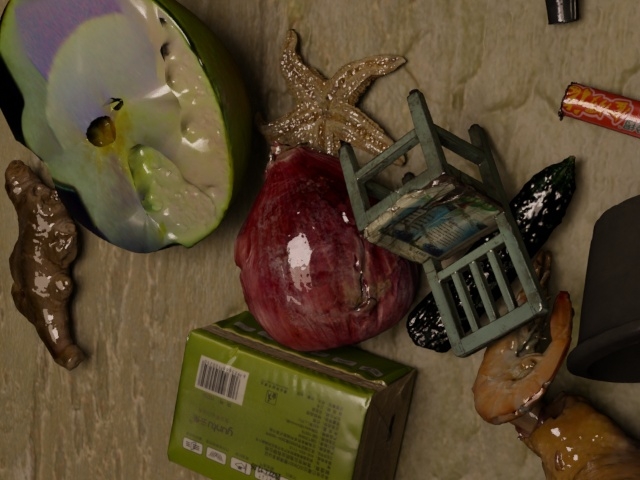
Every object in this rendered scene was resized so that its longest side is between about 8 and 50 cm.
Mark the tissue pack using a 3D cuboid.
[{"bbox_3d":[-0.039,0.235,1.273,0.275,0.167,0.200,16,103,25],"label":"tissue pack"}]

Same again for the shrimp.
[{"bbox_3d":[0.244,0.107,1.100,0.053,0.236,0.133,33,152,-9],"label":"shrimp"}]

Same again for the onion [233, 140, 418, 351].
[{"bbox_3d":[0.000,0.000,1.199,0.227,0.120,0.283,-23,90,-10],"label":"onion"}]

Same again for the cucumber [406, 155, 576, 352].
[{"bbox_3d":[0.216,0.018,1.168,0.072,0.072,0.300,45,113,18],"label":"cucumber"}]

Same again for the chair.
[{"bbox_3d":[0.135,-0.019,1.109,0.136,0.147,0.270,-34,52,33],"label":"chair"}]

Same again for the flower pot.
[{"bbox_3d":[0.380,0.045,1.004,0.269,0.269,0.166,-19,66,28],"label":"flower pot"}]

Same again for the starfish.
[{"bbox_3d":[0.017,-0.168,1.279,0.236,0.062,0.277,-17,82,23],"label":"starfish"}]

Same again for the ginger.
[{"bbox_3d":[-0.444,0.035,1.529,0.166,0.080,0.332,3,103,43],"label":"ginger"}]

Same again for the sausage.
[{"bbox_3d":[0.350,-0.141,1.096,0.145,0.048,0.050,23,67,24],"label":"sausage"}]

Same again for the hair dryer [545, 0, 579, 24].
[{"bbox_3d":[0.344,-0.356,1.079,0.219,0.075,0.195,-5,102,21],"label":"hair dryer"}]

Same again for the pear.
[{"bbox_3d":[-0.239,-0.190,1.308,0.399,0.165,0.398,15,124,24],"label":"pear"}]

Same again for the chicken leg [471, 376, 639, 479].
[{"bbox_3d":[0.307,0.278,1.048,0.409,0.295,0.182,45,132,32],"label":"chicken leg"}]
